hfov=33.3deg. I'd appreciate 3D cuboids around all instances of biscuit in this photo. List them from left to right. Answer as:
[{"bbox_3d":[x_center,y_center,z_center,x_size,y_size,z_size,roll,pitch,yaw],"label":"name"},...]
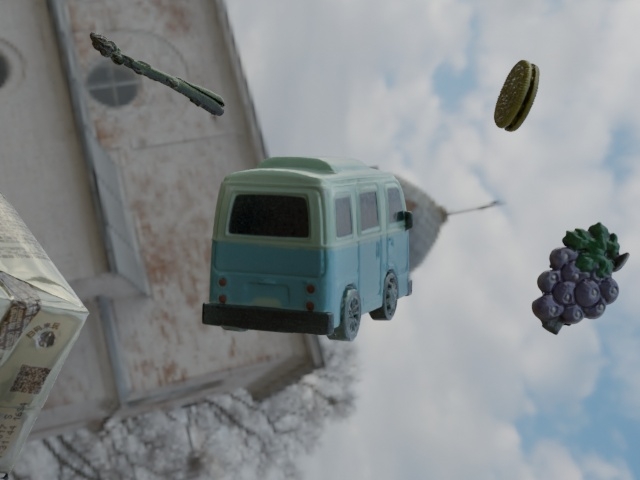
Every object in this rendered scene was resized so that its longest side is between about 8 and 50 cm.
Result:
[{"bbox_3d":[0.226,-0.166,1.230,0.084,0.023,0.084,-160,-90,-81],"label":"biscuit"}]

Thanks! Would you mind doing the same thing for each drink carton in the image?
[{"bbox_3d":[-0.375,0.052,1.039,0.324,0.132,0.194,42,-69,42],"label":"drink carton"}]

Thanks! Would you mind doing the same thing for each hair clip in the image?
[{"bbox_3d":[0.410,0.062,1.686,0.195,0.124,0.052,-60,180,-7],"label":"hair clip"}]

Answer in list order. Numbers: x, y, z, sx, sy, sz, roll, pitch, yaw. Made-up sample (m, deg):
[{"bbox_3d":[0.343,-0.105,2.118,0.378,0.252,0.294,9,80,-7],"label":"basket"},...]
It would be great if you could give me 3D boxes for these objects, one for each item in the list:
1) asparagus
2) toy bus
[{"bbox_3d":[-0.176,-0.180,1.163,0.233,0.023,0.022,22,34,-58],"label":"asparagus"},{"bbox_3d":[0.000,0.000,1.040,0.271,0.133,0.164,-13,105,-69],"label":"toy bus"}]
